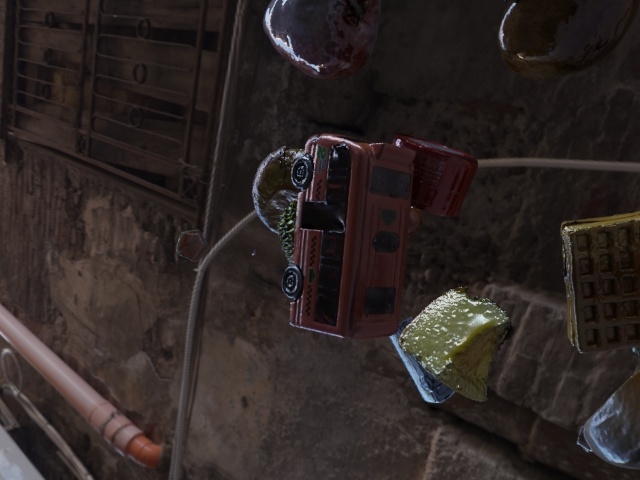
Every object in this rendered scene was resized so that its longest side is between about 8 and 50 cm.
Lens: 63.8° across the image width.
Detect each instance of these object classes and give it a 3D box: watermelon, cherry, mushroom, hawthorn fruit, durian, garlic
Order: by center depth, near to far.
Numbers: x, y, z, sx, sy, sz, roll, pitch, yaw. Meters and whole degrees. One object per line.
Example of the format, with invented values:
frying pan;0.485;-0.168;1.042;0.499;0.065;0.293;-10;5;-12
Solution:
garlic;0.450;0.262;0.721;0.086;0.101;0.196;-16;-44;-28
mushroom;0.422;-0.414;0.900;0.282;0.195;0.264;15;-65;-17
durian;0.001;0.004;1.306;0.200;0.176;0.237;-25;-59;-36
watermelon;-0.334;0.019;1.380;0.092;0.072;0.085;14;-78;-43
cherry;0.011;-0.627;1.429;0.291;0.335;0.327;-9;-47;-47
hawthorn fruit;0.293;-0.085;1.839;0.203;0.162;0.163;-52;-36;-49

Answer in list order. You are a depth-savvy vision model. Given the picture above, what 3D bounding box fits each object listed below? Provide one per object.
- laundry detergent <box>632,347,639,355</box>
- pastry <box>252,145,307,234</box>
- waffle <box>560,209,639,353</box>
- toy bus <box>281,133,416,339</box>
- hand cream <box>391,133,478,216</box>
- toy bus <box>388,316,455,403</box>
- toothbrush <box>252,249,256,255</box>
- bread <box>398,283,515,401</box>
laundry detergent;0.954;0.247;1.567;0.096;0.061;0.207;33;-127;-54
pastry;-0.059;-0.141;1.684;0.164;0.355;0.356;-69;-26;-47
waffle;0.707;0.100;1.246;0.098;0.223;0.328;-68;-31;-75
toy bus;0.066;-0.011;1.107;0.203;0.232;0.428;4;-88;-41
hand cream;0.265;-0.168;1.279;0.230;0.230;0.150;-9;-59;-49
toy bus;0.222;0.271;1.156;0.064;0.075;0.191;-24;-99;-31
toothbrush;-0.156;0.029;1.226;0.097;0.008;0.006;-131;60;-83
bread;0.253;0.175;0.888;0.169;0.140;0.160;37;-90;-39
